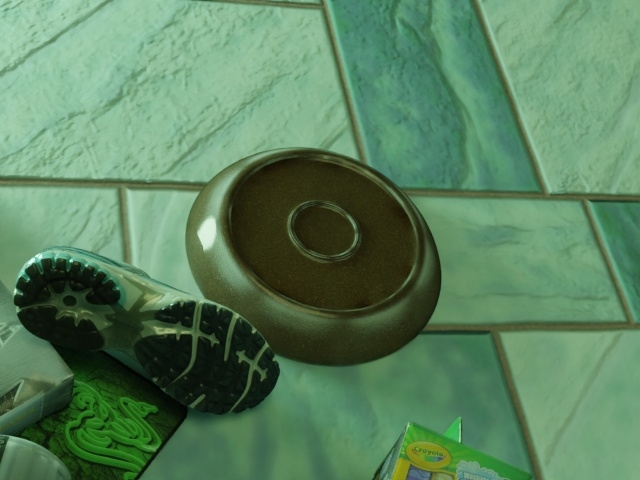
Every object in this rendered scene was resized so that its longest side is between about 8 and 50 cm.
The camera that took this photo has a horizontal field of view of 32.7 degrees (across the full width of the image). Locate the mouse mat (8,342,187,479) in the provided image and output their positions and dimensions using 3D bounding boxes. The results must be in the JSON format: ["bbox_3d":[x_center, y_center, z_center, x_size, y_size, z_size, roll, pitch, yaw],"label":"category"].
[{"bbox_3d":[-0.246,0.169,1.081,0.190,0.007,0.152,32,51,7],"label":"mouse mat"}]

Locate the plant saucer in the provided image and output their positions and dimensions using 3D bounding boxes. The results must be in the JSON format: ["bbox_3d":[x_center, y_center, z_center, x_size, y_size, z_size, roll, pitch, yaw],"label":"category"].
[{"bbox_3d":[0.000,0.000,1.265,0.311,0.050,0.310,8,52,-11],"label":"plant saucer"}]

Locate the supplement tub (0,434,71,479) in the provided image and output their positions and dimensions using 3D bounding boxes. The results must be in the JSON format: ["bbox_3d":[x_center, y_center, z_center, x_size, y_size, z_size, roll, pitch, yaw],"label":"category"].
[{"bbox_3d":[-0.287,0.271,0.917,0.117,0.117,0.190,13,51,-8],"label":"supplement tub"}]

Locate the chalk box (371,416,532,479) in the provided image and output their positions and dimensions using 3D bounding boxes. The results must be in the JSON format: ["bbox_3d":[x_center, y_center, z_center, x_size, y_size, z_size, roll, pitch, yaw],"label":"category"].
[{"bbox_3d":[0.109,0.271,1.035,0.132,0.132,0.213,24,51,2],"label":"chalk box"}]

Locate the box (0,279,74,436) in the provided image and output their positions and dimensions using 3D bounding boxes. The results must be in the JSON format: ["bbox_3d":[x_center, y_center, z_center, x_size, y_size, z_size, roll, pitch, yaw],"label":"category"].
[{"bbox_3d":[-0.378,0.104,1.050,0.183,0.056,0.231,-29,65,-32],"label":"box"}]

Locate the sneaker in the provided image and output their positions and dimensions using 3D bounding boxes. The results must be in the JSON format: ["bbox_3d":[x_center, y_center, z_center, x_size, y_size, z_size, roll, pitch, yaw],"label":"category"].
[{"bbox_3d":[-0.168,0.076,1.112,0.283,0.110,0.122,29,11,-16],"label":"sneaker"}]
